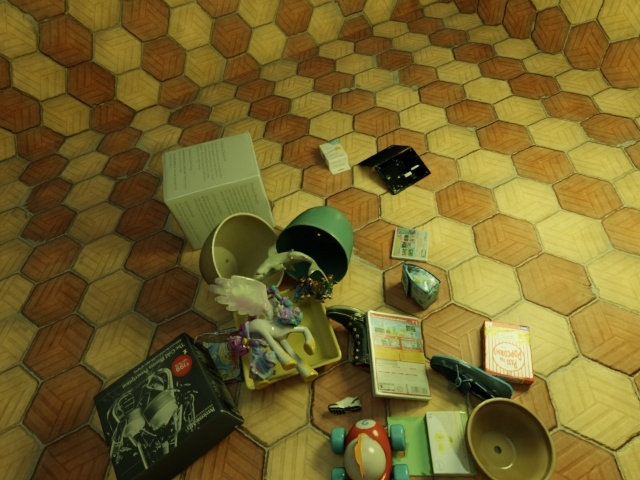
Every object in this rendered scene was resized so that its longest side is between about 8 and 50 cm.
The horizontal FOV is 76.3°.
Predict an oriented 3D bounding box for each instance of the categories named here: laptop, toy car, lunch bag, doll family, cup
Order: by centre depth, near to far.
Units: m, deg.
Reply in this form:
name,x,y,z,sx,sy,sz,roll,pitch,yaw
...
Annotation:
name,x,y,z,sx,sy,sz,roll,pitch,yaw
toy car,0.124,0.586,1.124,0.219,0.238,0.210,-8,50,10
doll family,-0.027,0.172,1.500,0.192,0.076,0.111,-1,56,11
lunch bag,0.360,0.163,1.514,0.096,0.129,0.151,-34,55,-19
cup,-0.338,0.083,1.593,0.236,0.331,0.331,-19,39,42
laptop,0.360,-0.355,2.007,0.234,0.136,0.264,-31,79,-15

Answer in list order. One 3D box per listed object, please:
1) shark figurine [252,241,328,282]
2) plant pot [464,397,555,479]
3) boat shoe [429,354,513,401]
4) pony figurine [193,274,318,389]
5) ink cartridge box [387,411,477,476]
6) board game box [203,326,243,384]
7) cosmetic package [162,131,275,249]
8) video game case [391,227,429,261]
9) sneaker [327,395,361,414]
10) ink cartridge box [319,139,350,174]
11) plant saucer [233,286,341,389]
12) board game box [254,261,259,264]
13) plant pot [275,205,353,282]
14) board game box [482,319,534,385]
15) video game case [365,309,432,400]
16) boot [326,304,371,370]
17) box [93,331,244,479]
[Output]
name,x,y,z,sx,sy,sz,roll,pitch,yaw
shark figurine,-0.100,0.091,1.492,0.278,0.116,0.166,-6,52,21
plant pot,0.518,0.582,1.154,0.237,0.110,0.237,2,51,-2
boat shoe,0.468,0.446,1.286,0.258,0.109,0.089,18,60,24
pony figurine,-0.196,0.290,1.323,0.350,0.303,0.363,5,37,-37
ink cartridge box,0.324,0.604,1.213,0.234,0.056,0.171,-2,52,5
board game box,-0.353,0.420,1.474,0.136,0.035,0.201,-13,51,-2
cosmetic package,-0.446,-0.218,1.814,0.393,0.329,0.328,-16,50,-5
video game case,0.377,0.016,1.701,0.143,0.019,0.157,6,53,14
sneaker,0.078,0.534,1.322,0.109,0.040,0.044,-6,34,0
ink cartridge box,0.074,-0.425,2.074,0.104,0.062,0.181,-20,52,-7
plant saucer,-0.124,0.346,1.471,0.332,0.081,0.333,-17,50,-5
board game box,-0.246,0.043,1.765,0.133,0.033,0.169,-31,60,-20
plant pot,0.000,0.000,1.613,0.292,0.293,0.235,10,36,16
board game box,0.621,0.372,1.359,0.146,0.045,0.194,5,53,13
video game case,0.256,0.379,1.358,0.204,0.025,0.285,12,52,-17
boot,0.119,0.334,1.408,0.236,0.085,0.179,20,56,-8
box,-0.475,0.532,1.283,0.343,0.179,0.312,-36,56,-10
